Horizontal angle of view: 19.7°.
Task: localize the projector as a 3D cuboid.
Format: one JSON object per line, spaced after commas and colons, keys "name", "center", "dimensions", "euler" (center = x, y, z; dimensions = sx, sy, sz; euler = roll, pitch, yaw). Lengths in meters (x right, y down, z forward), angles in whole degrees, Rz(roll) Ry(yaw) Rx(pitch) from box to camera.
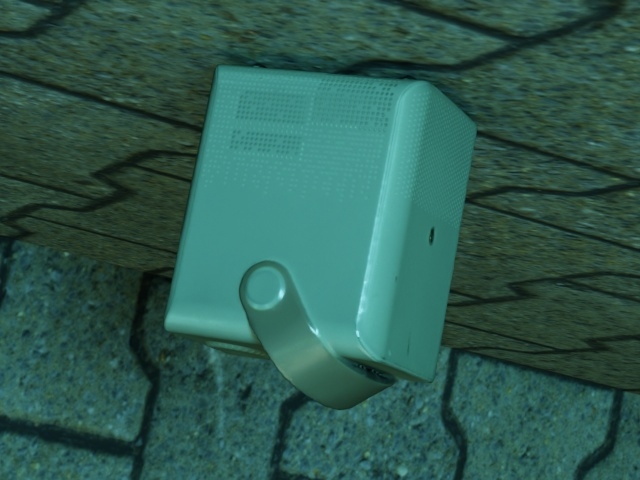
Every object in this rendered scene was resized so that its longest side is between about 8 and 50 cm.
{"name": "projector", "center": [0.000, 0.000, 1.354], "dimensions": [0.177, 0.242, 0.163], "euler": [5, 171, 25]}
